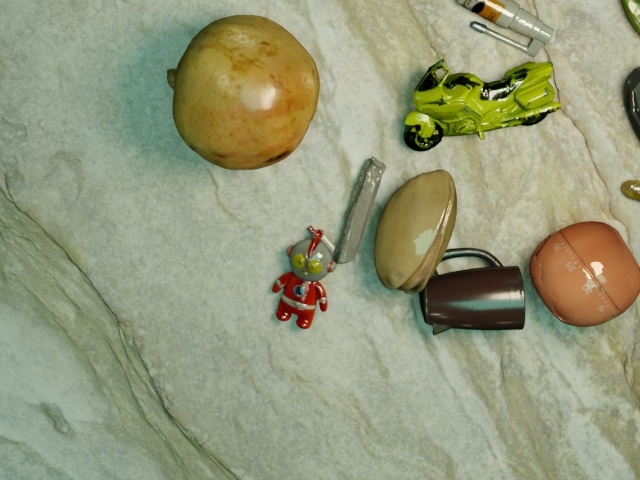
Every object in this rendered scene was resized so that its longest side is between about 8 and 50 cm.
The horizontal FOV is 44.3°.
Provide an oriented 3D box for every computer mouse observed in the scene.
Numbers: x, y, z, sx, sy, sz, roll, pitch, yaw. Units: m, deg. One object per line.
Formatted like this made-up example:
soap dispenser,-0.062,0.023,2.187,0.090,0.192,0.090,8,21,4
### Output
computer mouse,0.744,-0.285,1.755,0.126,0.071,0.231,-36,109,-5

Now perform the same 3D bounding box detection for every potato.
potato,0.736,-0.112,1.802,0.092,0.045,0.046,10,66,-3

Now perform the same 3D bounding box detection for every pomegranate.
pomegranate,-0.176,-0.304,1.655,0.343,0.342,0.342,0,102,1

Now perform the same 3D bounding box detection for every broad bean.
broad bean,0.747,-0.433,1.724,0.075,0.067,0.325,-39,101,-5

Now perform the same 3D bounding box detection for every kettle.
kettle,0.344,0.115,1.815,0.232,0.144,0.202,-3,83,6

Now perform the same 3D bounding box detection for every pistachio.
pistachio,0.217,-0.023,1.766,0.162,0.181,0.293,22,94,-31

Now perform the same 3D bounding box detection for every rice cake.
rice cake,0.089,-0.064,1.823,0.055,0.049,0.269,12,102,-23

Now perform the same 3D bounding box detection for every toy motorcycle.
toy motorcycle,0.342,-0.313,1.724,0.342,0.142,0.206,-12,139,3

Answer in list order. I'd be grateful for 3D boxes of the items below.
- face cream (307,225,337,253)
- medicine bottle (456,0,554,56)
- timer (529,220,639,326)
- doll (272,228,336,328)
face cream,0.000,0.000,1.853,0.040,0.021,0.083,-40,98,12
medicine bottle,0.400,-0.486,1.730,0.221,0.061,0.092,26,125,-4
timer,0.588,0.075,1.751,0.215,0.229,0.229,-31,99,17
doll,-0.034,0.087,1.839,0.142,0.076,0.245,21,112,9
